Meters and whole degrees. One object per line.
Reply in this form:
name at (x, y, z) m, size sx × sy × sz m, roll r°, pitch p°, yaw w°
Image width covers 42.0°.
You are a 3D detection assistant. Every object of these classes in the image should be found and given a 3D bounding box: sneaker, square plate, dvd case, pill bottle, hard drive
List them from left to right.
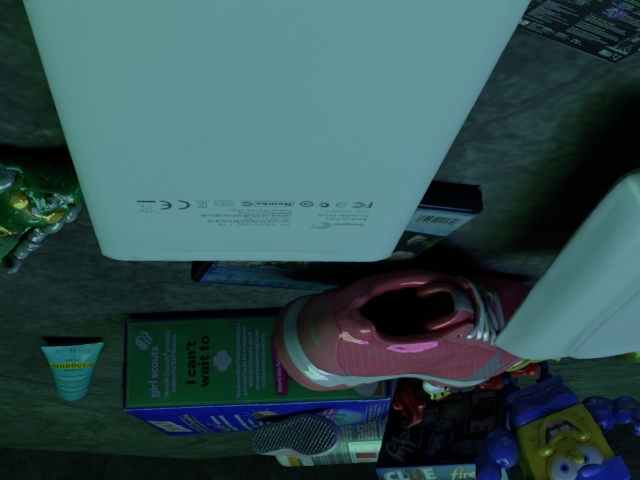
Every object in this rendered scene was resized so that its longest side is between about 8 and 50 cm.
hard drive at (-0.032, -0.064, 0.462) m, size 0.210 × 0.040 × 0.318 m, roll 1°, pitch 157°, yaw -8°
sneaker at (-0.014, 0.241, 1.021) m, size 0.134 × 0.051 × 0.070 m, roll -15°, pitch 158°, yaw 38°
dvd case at (0.000, 0.000, 0.724) m, size 0.180 × 0.022 × 0.253 m, roll 5°, pitch 160°, yaw -19°
pill bottle at (0.066, 0.275, 1.336) m, size 0.279 × 0.162 × 0.162 m, roll -4°, pitch 161°, yaw 6°
sneaker at (0.119, 0.083, 0.796) m, size 0.314 × 0.115 × 0.136 m, roll -3°, pitch 161°, yaw -31°
square plate at (0.341, 0.018, 0.653) m, size 0.347 × 0.049 × 0.344 m, roll -9°, pitch 156°, yaw -7°

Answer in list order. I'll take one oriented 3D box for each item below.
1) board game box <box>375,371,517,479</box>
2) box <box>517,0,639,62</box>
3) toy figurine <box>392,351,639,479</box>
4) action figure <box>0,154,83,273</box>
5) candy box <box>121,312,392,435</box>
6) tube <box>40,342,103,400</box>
board game box at (0.178, 0.227, 1.127) m, size 0.165 × 0.243 × 0.042 m, roll -10°, pitch 119°, yaw 22°
box at (0.137, -0.116, 0.394) m, size 0.083 × 0.018 × 0.067 m, roll 9°, pitch 158°, yaw -30°
toy figurine at (0.287, 0.220, 0.962) m, size 0.363 × 0.217 × 0.191 m, roll -18°, pitch 160°, yaw -8°
action figure at (-0.249, -0.013, 0.605) m, size 0.232 × 0.063 × 0.137 m, roll -19°, pitch 152°, yaw 33°
candy box at (-0.073, 0.180, 1.095) m, size 0.317 × 0.122 × 0.268 m, roll -4°, pitch 161°, yaw 0°
tube at (-0.354, 0.178, 1.191) m, size 0.080 × 0.052 × 0.207 m, roll -6°, pitch 157°, yaw -19°
